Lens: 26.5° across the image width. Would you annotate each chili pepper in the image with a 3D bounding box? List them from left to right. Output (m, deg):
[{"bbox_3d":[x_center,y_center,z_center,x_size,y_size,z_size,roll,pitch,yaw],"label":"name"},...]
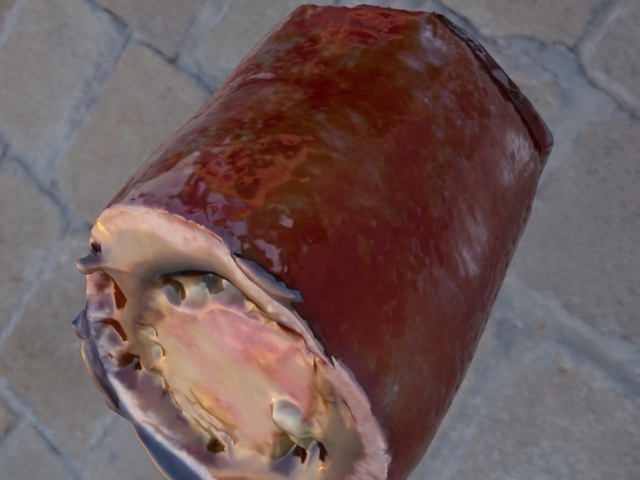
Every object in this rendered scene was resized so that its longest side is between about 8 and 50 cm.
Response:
[{"bbox_3d":[0.000,0.000,0.870,0.229,0.251,0.305,-29,23,44],"label":"chili pepper"}]
